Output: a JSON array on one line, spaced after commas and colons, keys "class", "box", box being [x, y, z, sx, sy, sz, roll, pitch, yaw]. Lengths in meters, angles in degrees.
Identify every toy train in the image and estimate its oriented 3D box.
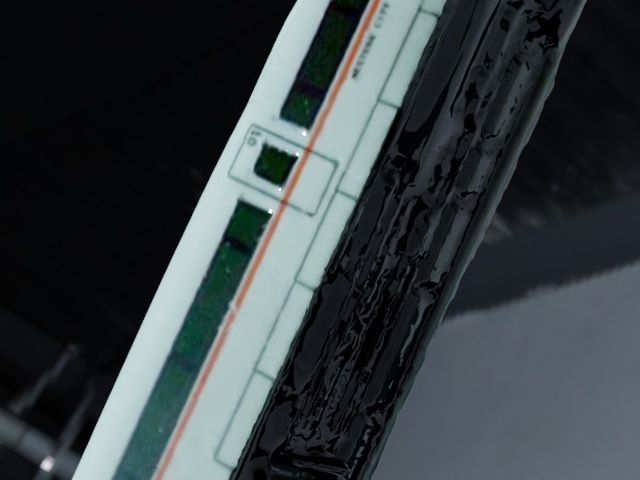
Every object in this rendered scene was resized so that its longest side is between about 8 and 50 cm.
[{"class": "toy train", "box": [0.000, 0.000, 0.706, 0.088, 0.086, 0.407, 27, 93, 38]}]
